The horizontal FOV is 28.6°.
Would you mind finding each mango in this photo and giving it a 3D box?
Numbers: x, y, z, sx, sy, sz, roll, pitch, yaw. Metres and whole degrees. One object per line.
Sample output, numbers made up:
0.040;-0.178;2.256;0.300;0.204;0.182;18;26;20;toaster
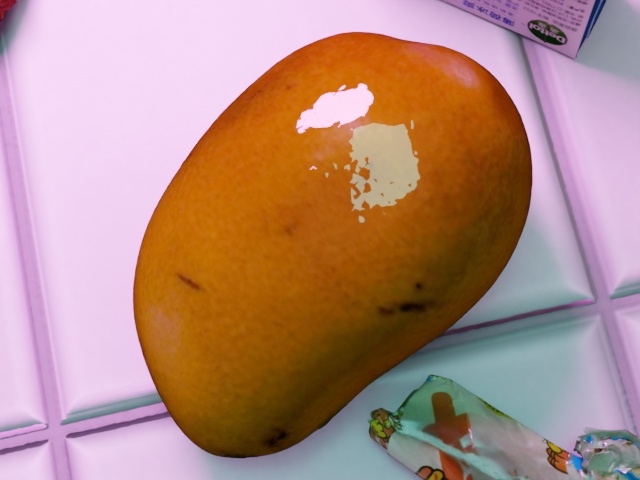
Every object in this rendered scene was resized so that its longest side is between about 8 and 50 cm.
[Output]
0.000;0.000;0.837;0.211;0.173;0.317;41;92;7;mango

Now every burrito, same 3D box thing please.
0.172;0.166;0.835;0.288;0.054;0.104;32;76;13;burrito

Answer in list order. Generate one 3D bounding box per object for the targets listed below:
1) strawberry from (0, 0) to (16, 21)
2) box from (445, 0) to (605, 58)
-0.273;-0.202;0.973;0.152;0.048;0.104;-39;68;-22;strawberry
0.120;-0.225;0.905;0.194;0.139;0.073;25;76;10;box
